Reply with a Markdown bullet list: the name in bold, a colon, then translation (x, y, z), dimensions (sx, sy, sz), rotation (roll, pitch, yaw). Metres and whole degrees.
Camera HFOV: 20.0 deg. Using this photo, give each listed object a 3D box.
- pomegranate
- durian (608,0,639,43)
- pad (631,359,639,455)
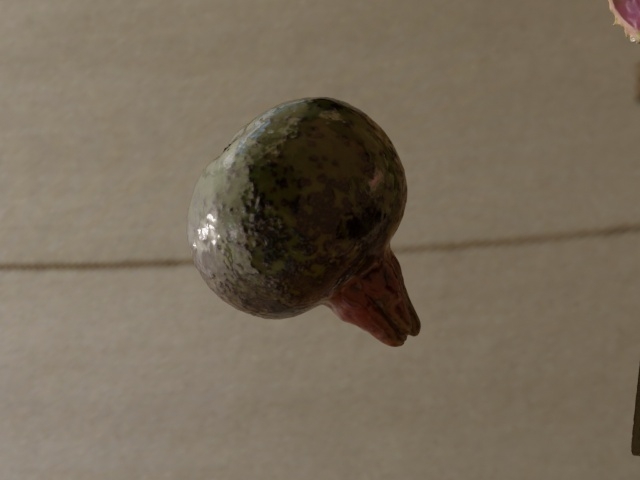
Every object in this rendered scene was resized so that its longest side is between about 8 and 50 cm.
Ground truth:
- **pomegranate**: translation (0.000, 0.000, 1.644), dimensions (0.248, 0.214, 0.214), rotation (51, -135, -5)
- **durian**: translation (0.428, -0.312, 2.194), dimensions (0.182, 0.165, 0.132), rotation (41, -127, -81)
- **pad**: translation (0.331, 0.102, 1.487), dimensions (0.265, 0.009, 0.160), rotation (10, -94, -50)
